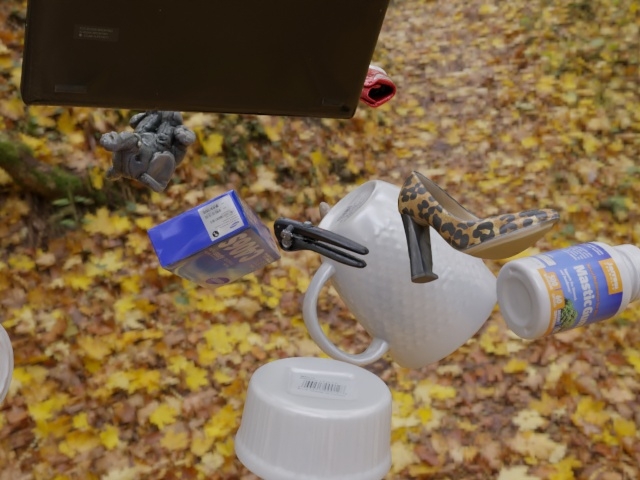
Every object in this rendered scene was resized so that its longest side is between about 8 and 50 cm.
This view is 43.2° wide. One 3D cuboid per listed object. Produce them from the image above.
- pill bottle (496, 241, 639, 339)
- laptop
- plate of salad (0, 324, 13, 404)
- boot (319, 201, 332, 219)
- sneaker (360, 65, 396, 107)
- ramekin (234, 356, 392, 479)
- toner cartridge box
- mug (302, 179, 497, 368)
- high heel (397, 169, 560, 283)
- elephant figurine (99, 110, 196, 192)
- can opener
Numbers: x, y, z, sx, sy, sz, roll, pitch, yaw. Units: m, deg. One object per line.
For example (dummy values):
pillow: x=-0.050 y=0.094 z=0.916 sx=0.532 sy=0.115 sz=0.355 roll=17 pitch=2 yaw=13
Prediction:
pill bottle: x=0.484 y=0.086 z=1.523 sx=0.271 sy=0.152 sz=0.152 roll=-12 pitch=24 yaw=-20
laptop: x=-0.120 y=-0.364 z=0.835 sx=0.381 sy=0.408 sz=0.236 roll=-3 pitch=33 yaw=-32
plate of salad: x=-0.626 y=0.233 z=1.443 sx=0.048 sy=0.200 sz=0.200 roll=1 pitch=25 yaw=19
boot: x=0.028 y=-0.055 z=2.036 sx=0.042 sy=0.118 sz=0.087 roll=-33 pitch=-12 yaw=-1
sneaker: x=0.041 y=-0.304 z=1.544 sx=0.221 sy=0.087 sz=0.128 roll=-5 pitch=20 yaw=-13
ramekin: x=-0.006 y=0.306 z=1.398 sx=0.277 sy=0.135 sz=0.277 roll=6 pitch=13 yaw=-1
toner cartridge box: x=-0.183 y=0.010 z=1.491 sx=0.165 sy=0.075 sz=0.348 roll=-24 pitch=-11 yaw=2
mug: x=0.126 y=0.084 z=1.635 sx=0.374 sy=0.328 sz=0.276 roll=-46 pitch=15 yaw=-17
high heel: x=0.226 y=-0.058 z=1.215 sx=0.261 sy=0.186 sz=0.093 roll=-23 pitch=-27 yaw=38
elephant figurine: x=-0.394 y=-0.181 z=1.746 sx=0.169 sy=0.186 sz=0.239 roll=-18 pitch=26 yaw=37
can opener: x=0.000 y=0.000 z=1.372 sx=0.186 sy=0.059 sz=0.073 roll=17 pitch=35 yaw=30
